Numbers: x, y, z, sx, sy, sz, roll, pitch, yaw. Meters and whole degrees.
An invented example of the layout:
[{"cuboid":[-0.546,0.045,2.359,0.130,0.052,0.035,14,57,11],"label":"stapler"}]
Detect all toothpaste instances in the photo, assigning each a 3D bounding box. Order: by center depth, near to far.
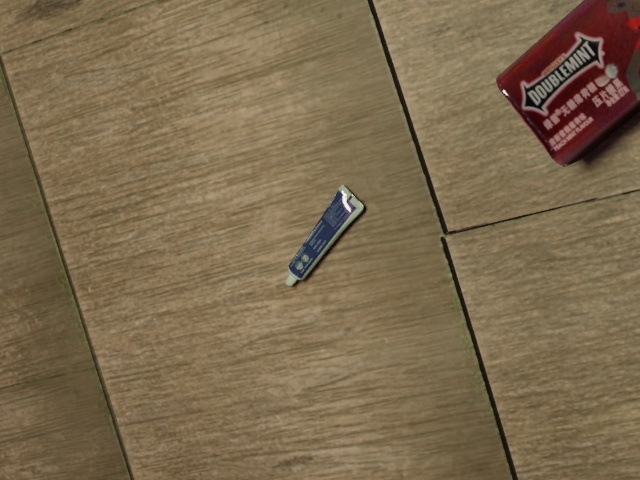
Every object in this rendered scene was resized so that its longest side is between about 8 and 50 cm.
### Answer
[{"cuboid":[0.000,0.000,2.093,0.037,0.021,0.140,44,119,14],"label":"toothpaste"}]

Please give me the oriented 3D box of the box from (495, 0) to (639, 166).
[{"cuboid":[0.285,-0.182,1.847,0.224,0.069,0.120,-40,82,34],"label":"box"}]
